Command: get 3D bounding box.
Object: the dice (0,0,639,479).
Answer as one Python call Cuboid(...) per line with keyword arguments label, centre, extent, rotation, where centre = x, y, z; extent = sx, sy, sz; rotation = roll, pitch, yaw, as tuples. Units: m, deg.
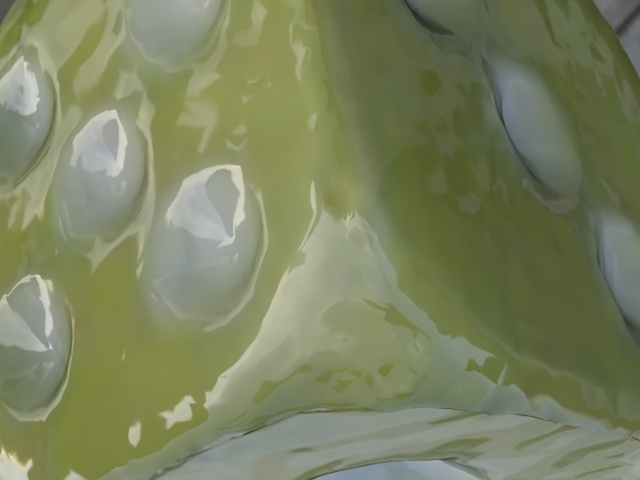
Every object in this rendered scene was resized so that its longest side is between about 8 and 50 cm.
Cuboid(label="dice", centre=(0.000, 0.000, 0.428), extent=(0.169, 0.169, 0.166), rotation=(-28, 148, 35))
